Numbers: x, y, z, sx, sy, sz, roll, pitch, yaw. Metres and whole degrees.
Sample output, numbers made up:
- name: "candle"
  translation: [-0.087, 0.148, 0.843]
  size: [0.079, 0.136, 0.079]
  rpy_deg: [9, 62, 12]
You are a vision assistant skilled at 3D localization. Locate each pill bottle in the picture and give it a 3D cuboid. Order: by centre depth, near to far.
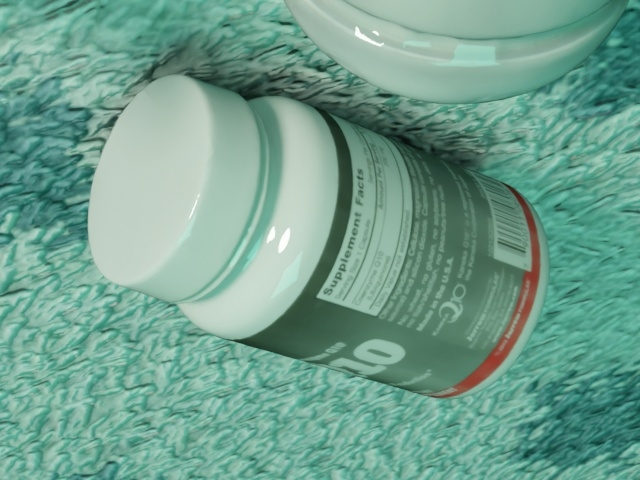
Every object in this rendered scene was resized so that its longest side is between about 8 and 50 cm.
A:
- name: "pill bottle"
  translation: [0.000, 0.000, 1.100]
  size: [0.283, 0.161, 0.161]
  rpy_deg: [19, 131, -35]

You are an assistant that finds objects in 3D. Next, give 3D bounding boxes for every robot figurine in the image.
- name: "robot figurine"
  translation: [0.078, -0.209, 0.831]
  size: [0.300, 0.200, 0.353]
  rpy_deg: [23, 142, 12]
